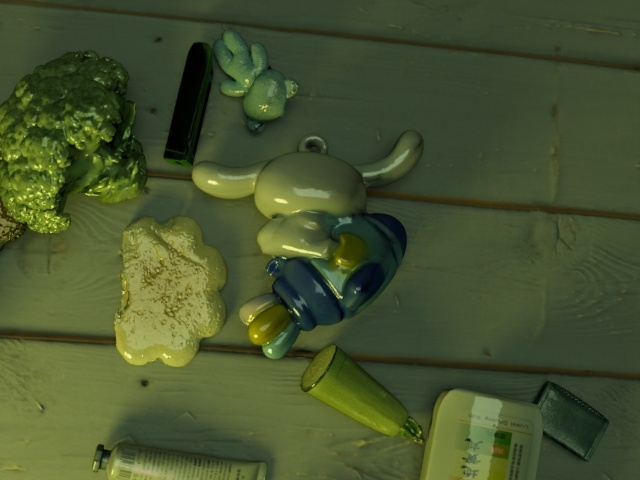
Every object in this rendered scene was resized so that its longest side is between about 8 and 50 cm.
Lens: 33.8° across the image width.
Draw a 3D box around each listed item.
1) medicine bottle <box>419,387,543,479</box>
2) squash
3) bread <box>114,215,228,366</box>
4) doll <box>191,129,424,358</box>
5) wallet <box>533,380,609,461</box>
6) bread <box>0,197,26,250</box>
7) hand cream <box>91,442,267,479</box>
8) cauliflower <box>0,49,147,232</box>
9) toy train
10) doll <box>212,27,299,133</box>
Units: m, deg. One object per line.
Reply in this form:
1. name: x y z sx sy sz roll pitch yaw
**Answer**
1. medicine bottle: 0.250 0.411 1.709 0.179 0.124 0.324 13 82 -4
2. squash: 0.080 0.265 1.721 0.224 0.094 0.094 36 79 -7
3. bread: -0.242 0.081 1.729 0.181 0.039 0.251 4 81 -7
4. doll: 0.002 0.002 1.717 0.375 0.187 0.366 -12 74 13
5. wallet: 0.420 0.307 1.795 0.129 0.026 0.088 33 75 -1
6. bread: -0.553 -0.031 1.686 0.140 0.069 0.128 -32 88 -14
7. hand cream: -0.225 0.374 1.685 0.276 0.059 0.095 15 79 -11
8. cauliflower: -0.383 -0.156 1.677 0.275 0.272 0.250 -42 133 13
9. toy train: -0.215 -0.229 1.774 0.044 0.042 0.209 9 79 15
10. doll: -0.113 -0.277 1.791 0.120 0.075 0.180 -44 66 26
